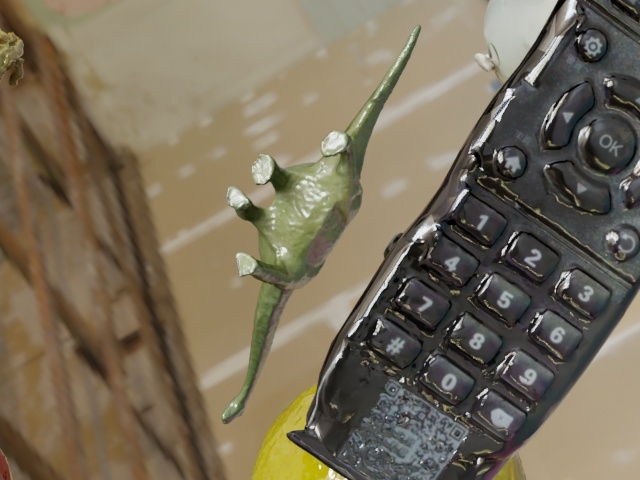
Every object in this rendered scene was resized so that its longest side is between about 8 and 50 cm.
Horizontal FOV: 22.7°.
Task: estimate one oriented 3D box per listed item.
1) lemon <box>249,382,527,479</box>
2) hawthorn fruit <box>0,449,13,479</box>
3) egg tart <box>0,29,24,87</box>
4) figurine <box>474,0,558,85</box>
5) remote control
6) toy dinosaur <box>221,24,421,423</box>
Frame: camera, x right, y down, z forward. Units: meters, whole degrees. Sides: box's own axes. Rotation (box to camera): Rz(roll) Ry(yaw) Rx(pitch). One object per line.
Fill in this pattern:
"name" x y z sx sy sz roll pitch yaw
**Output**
"lemon" 0.057 0.232 1.350 0.267 0.267 0.267 58 -173 -11
"hawthorn fruit" -0.389 0.277 1.609 0.205 0.253 0.205 0 -90 -83
"egg tart" -0.370 -0.089 1.280 0.295 0.295 0.116 -98 -8 -73
"figurine" 0.292 -0.085 1.417 0.274 0.227 0.394 -88 -25 -79
"remote control" 0.139 -0.026 0.880 0.144 0.399 0.062 35 180 -11
"toy dinosaur" 0.000 0.000 1.655 0.087 0.447 0.301 41 180 27
